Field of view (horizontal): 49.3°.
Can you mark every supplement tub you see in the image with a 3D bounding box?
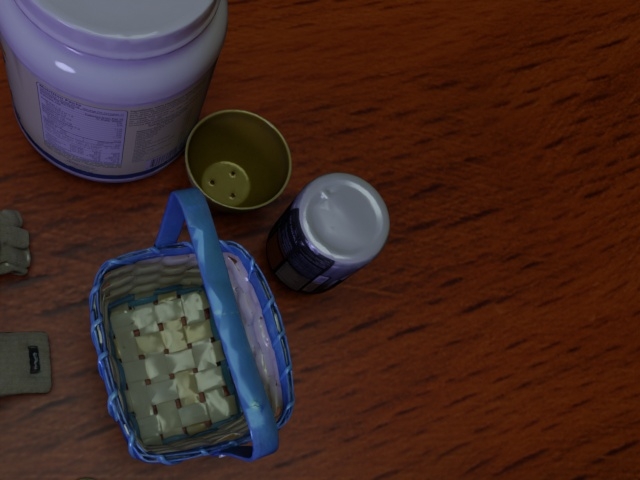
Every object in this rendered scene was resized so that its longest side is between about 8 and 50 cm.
[{"bbox_3d":[-0.234,-0.224,0.784,0.236,0.325,0.235,5,71,-17],"label":"supplement tub"},{"bbox_3d":[0.000,0.000,0.865,0.117,0.190,0.117,5,73,-16],"label":"supplement tub"}]

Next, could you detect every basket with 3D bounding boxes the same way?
[{"bbox_3d":[-0.132,0.103,0.734,0.201,0.289,0.254,-12,79,-21],"label":"basket"}]

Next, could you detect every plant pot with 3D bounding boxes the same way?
[{"bbox_3d":[-0.114,-0.089,0.907,0.134,0.095,0.134,5,72,-17],"label":"plant pot"}]

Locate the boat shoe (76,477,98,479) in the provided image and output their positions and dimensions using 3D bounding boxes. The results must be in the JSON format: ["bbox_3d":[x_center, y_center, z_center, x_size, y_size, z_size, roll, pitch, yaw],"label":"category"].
[{"bbox_3d":[-0.220,0.322,0.769,0.056,0.048,0.153,-41,89,-25],"label":"boat shoe"}]

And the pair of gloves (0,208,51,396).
[{"bbox_3d":[-0.395,0.063,0.746,0.204,0.042,0.240,0,74,-60],"label":"pair of gloves"}]
